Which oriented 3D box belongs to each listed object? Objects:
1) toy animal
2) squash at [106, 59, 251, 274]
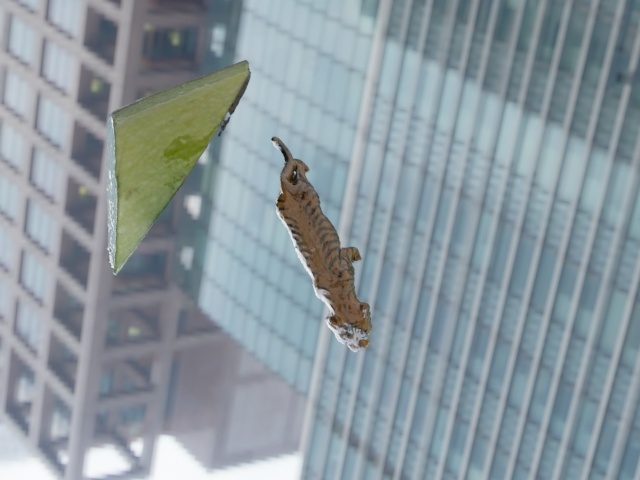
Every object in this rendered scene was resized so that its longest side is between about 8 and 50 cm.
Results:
[{"bbox_3d":[0.000,0.000,1.711,0.057,0.241,0.099,-24,177,5],"label":"toy animal"},{"bbox_3d":[-0.146,-0.081,1.713,0.155,0.204,0.237,-1,-169,-11],"label":"squash"}]
